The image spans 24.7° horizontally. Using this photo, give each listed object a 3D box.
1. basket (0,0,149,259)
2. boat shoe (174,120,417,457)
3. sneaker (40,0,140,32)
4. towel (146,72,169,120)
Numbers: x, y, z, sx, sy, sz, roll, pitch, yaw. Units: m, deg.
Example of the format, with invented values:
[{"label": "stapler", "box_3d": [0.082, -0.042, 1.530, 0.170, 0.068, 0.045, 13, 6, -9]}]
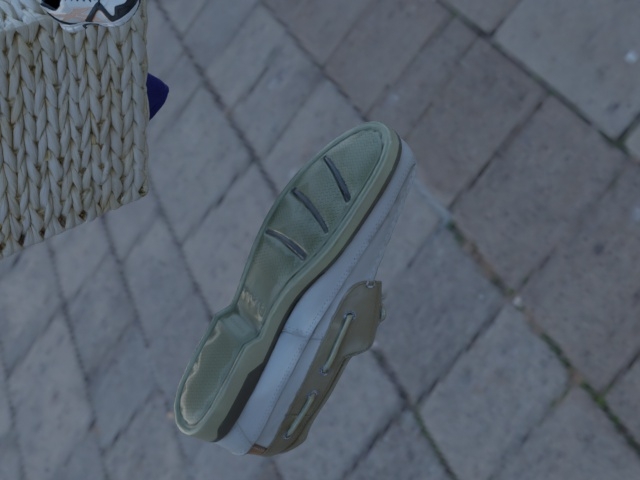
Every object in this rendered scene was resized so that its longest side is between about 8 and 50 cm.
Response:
[{"label": "basket", "box_3d": [-0.375, -0.199, 1.679, 0.328, 0.266, 0.331, 49, 147, 37]}, {"label": "boat shoe", "box_3d": [-0.003, 0.044, 1.203, 0.302, 0.103, 0.113, -56, 31, 14]}, {"label": "sneaker", "box_3d": [-0.202, -0.210, 1.282, 0.109, 0.044, 0.040, -9, 63, 36]}, {"label": "towel", "box_3d": [-0.409, -0.216, 2.358, 0.076, 0.308, 0.227, 34, 94, 39]}]
